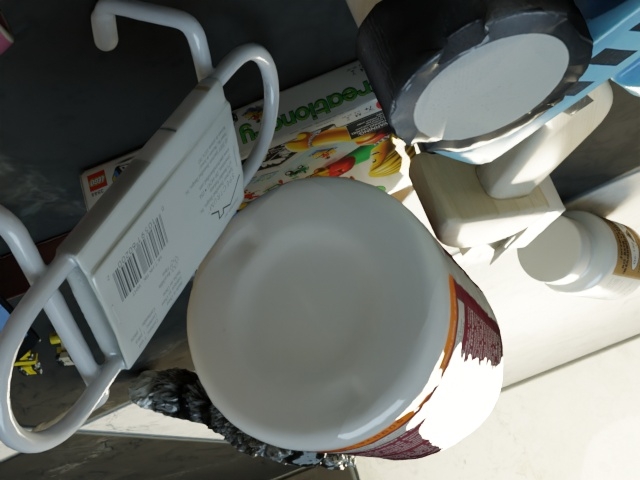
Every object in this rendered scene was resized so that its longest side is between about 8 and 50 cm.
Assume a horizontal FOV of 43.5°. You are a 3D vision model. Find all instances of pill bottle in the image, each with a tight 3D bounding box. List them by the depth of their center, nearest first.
[{"bbox_3d":[0.057,0.102,0.797,0.224,0.224,0.392,-24,156,14],"label":"pill bottle"},{"bbox_3d":[0.404,0.022,1.239,0.131,0.131,0.229,-35,152,33],"label":"pill bottle"}]

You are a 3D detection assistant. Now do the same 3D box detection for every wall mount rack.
[{"bbox_3d":[-0.150,0.008,0.596,0.130,0.350,0.304,16,140,18],"label":"wall mount rack"}]

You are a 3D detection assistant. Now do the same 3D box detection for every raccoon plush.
[{"bbox_3d":[-0.081,0.158,1.218,0.446,0.299,0.216,11,177,11],"label":"raccoon plush"}]

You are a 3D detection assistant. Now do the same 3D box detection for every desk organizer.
[{"bbox_3d":[-0.278,0.030,0.852,0.130,0.050,0.047,-20,157,3],"label":"desk organizer"}]

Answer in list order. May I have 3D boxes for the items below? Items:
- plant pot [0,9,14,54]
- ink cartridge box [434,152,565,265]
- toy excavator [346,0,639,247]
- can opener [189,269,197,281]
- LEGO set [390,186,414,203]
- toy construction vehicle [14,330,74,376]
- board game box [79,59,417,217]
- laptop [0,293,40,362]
[{"bbox_3d":[-0.268,-0.110,0.400,0.180,0.201,0.201,-34,158,-6],"label":"plant pot"},{"bbox_3d":[0.197,-0.053,0.904,0.089,0.143,0.092,-8,155,-23],"label":"ink cartridge box"},{"bbox_3d":[0.158,-0.143,0.556,0.445,0.222,0.433,10,142,-47],"label":"toy excavator"},{"bbox_3d":[-0.155,0.027,0.951,0.186,0.073,0.059,-19,-164,10],"label":"can opener"},{"bbox_3d":[0.000,0.000,0.981,0.132,0.107,0.287,-45,172,-39],"label":"LEGO set"},{"bbox_3d":[-0.373,0.149,1.077,0.085,0.035,0.098,-7,154,0],"label":"toy construction vehicle"},{"bbox_3d":[-0.056,-0.064,0.806,0.305,0.053,0.193,-21,156,6],"label":"board game box"},{"bbox_3d":[-0.440,0.076,0.727,0.264,0.137,0.234,8,145,-46],"label":"laptop"}]
